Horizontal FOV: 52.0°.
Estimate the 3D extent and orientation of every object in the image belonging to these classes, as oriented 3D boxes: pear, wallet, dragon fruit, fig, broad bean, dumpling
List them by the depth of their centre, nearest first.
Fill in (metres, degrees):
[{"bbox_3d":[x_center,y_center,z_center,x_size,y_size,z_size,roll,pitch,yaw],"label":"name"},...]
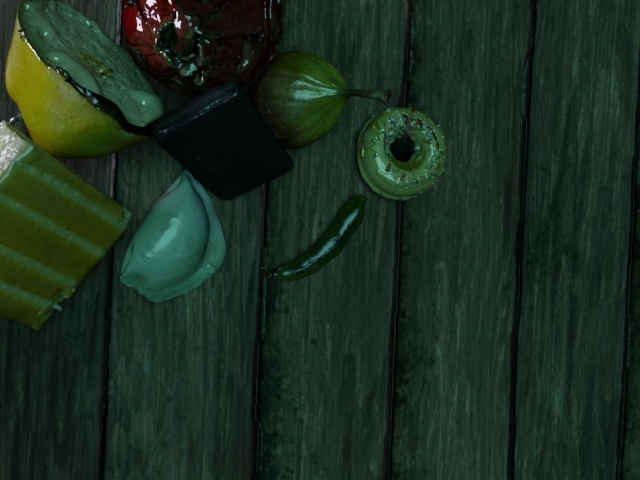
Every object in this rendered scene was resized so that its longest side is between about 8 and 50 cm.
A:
[{"bbox_3d":[-0.176,-0.328,0.963,0.245,0.299,0.244,1,113,3],"label":"dragon fruit"},{"bbox_3d":[-0.369,-0.209,0.981,0.267,0.267,0.178,42,113,-12],"label":"pear"},{"bbox_3d":[-0.141,-0.139,1.006,0.149,0.250,0.044,-25,65,6],"label":"wallet"},{"bbox_3d":[-0.232,-0.003,1.060,0.105,0.149,0.216,17,78,24],"label":"dumpling"},{"bbox_3d":[0.003,-0.232,1.070,0.231,0.143,0.160,0,86,9],"label":"fig"},{"bbox_3d":[0.003,0.005,1.141,0.227,0.039,0.069,-37,94,-10],"label":"broad bean"}]

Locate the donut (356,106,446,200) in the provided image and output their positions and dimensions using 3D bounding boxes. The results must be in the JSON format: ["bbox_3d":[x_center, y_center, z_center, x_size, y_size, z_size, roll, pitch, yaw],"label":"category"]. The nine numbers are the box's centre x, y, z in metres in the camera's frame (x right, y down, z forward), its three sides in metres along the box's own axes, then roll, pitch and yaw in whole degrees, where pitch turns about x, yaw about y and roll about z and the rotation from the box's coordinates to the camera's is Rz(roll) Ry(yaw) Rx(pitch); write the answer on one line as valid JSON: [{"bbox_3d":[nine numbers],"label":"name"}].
[{"bbox_3d":[0.148,-0.155,1.160,0.175,0.068,0.174,0,92,-13],"label":"donut"}]

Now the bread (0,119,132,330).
[{"bbox_3d":[-0.423,-0.007,0.939,0.111,0.246,0.239,37,86,32],"label":"bread"}]
